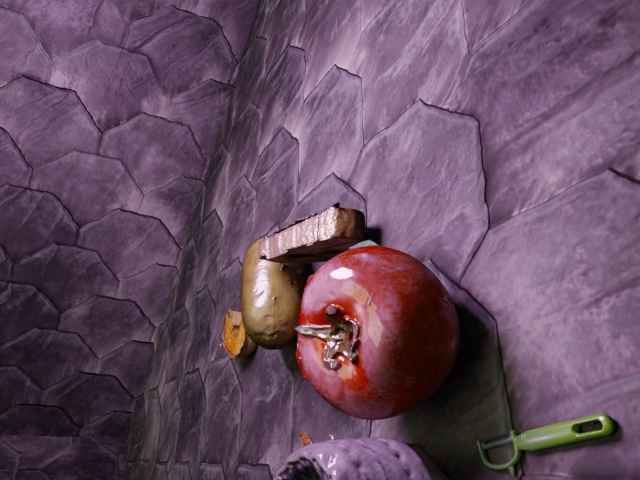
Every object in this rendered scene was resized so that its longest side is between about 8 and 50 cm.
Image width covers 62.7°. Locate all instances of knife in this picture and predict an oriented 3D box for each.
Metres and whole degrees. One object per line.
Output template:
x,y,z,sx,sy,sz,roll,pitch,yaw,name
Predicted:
0.278,0.260,0.663,0.212,0.015,0.054,-45,41,48,knife

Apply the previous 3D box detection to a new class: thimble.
0.035,0.381,0.712,0.245,0.157,0.216,-38,45,52,thimble

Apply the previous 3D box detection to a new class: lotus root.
0.000,0.000,1.169,0.261,0.170,0.074,-25,63,46,lotus root

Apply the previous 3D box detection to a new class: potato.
-0.115,0.129,1.322,0.210,0.173,0.307,84,-177,-63,potato

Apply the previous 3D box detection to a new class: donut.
-0.248,0.295,1.639,0.181,0.078,0.145,0,79,57,donut

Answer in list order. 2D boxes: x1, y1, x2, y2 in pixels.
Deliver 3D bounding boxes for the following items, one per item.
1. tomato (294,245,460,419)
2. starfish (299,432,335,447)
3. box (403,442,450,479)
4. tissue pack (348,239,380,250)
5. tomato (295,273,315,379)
0.095,0.141,0.846,0.270,0.227,0.269,1,92,48,tomato
-0.020,0.513,1.119,0.240,0.043,0.227,-67,28,13,starfish
0.115,0.469,0.803,0.168,0.097,0.264,32,107,63,box
0.116,0.054,1.020,0.111,0.079,0.085,40,150,63,tissue pack
0.017,0.188,1.131,0.228,0.101,0.227,-169,90,-72,tomato
